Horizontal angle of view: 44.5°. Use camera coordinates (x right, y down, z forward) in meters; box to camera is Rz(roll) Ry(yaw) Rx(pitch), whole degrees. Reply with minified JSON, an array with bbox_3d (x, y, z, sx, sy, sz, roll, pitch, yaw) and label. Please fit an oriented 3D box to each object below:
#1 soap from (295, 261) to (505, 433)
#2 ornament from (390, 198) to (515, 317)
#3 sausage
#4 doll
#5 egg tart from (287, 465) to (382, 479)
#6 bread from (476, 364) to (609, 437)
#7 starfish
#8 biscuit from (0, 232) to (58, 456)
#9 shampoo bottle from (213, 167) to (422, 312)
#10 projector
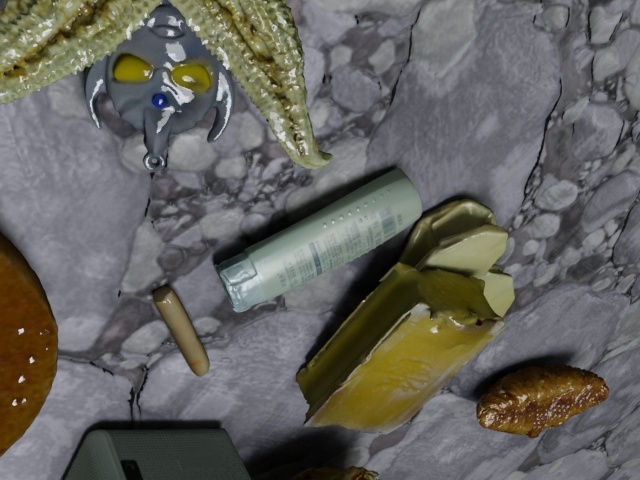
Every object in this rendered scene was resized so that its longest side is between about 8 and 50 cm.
[{"bbox_3d":[0.083,0.129,0.875,0.135,0.076,0.233,13,133,-31],"label":"soap"},{"bbox_3d":[0.134,0.056,0.903,0.180,0.059,0.201,-27,139,-3],"label":"ornament"},{"bbox_3d":[-0.135,0.095,0.781,0.024,0.024,0.132,-27,136,-11],"label":"sausage"},{"bbox_3d":[-0.111,-0.139,0.565,0.104,0.062,0.194,-6,123,-31],"label":"doll"},{"bbox_3d":[-0.042,0.371,1.004,0.279,0.095,0.279,-36,156,-18],"label":"egg tart"},{"bbox_3d":[0.320,0.233,1.163,0.233,0.076,0.105,-6,118,-20],"label":"bread"},{"bbox_3d":[-0.097,-0.205,0.458,0.358,0.078,0.347,17,116,-27],"label":"starfish"},{"bbox_3d":[-0.401,0.099,0.577,0.394,0.070,0.350,-15,131,-23],"label":"biscuit"},{"bbox_3d":[0.000,0.000,0.768,0.212,0.049,0.072,-26,139,-13],"label":"shampoo bottle"},{"bbox_3d":[-0.153,0.322,0.810,0.177,0.242,0.163,10,118,-37],"label":"projector"}]
